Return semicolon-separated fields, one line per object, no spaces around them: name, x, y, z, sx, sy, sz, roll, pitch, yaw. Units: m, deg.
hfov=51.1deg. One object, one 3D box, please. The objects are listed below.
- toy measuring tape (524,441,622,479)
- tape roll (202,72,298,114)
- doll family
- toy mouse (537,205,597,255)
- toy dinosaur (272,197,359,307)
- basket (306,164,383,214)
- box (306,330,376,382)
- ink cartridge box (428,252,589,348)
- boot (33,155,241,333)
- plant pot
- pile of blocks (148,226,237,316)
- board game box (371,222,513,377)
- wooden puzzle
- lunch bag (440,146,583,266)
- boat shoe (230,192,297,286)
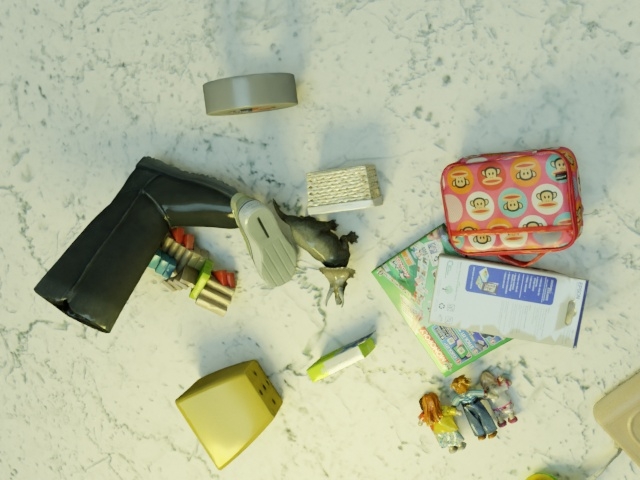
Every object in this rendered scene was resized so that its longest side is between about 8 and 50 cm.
toy measuring tape;0.578;0.572;1.600;0.121;0.121;0.330;42;93;6
tape roll;-0.165;-0.343;1.580;0.219;0.219;0.072;-4;98;18
doll family;0.342;0.413;1.622;0.263;0.118;0.163;-28;91;21
toy mouse;0.531;-0.063;1.514;0.161;0.031;0.143;-28;92;20
toy dinosaur;0.000;0.000;1.627;0.121;0.160;0.313;-37;89;20
basket;0.056;-0.124;1.612;0.167;0.113;0.103;-5;95;19
box;0.061;0.292;1.692;0.178;0.109;0.042;-29;87;21
ink cartridge box;0.423;0.135;1.528;0.333;0.065;0.165;10;98;11
boot;-0.420;0.028;1.634;0.367;0.445;0.146;19;149;22
plant pot;-0.222;0.436;1.770;0.187;0.212;0.212;-33;90;8
pile of blocks;-0.362;0.046;1.756;0.362;0.149;0.112;36;109;9
board game box;0.300;0.146;1.622;0.213;0.046;0.317;-35;89;21
wooden puzzle;0.848;0.415;1.490;0.322;0.080;0.348;-44;81;20
lunch bag;0.423;-0.068;1.483;0.293;0.120;0.258;-4;102;33
boat shoe;-0.137;-0.004;1.654;0.109;0.302;0.094;-31;49;-13
